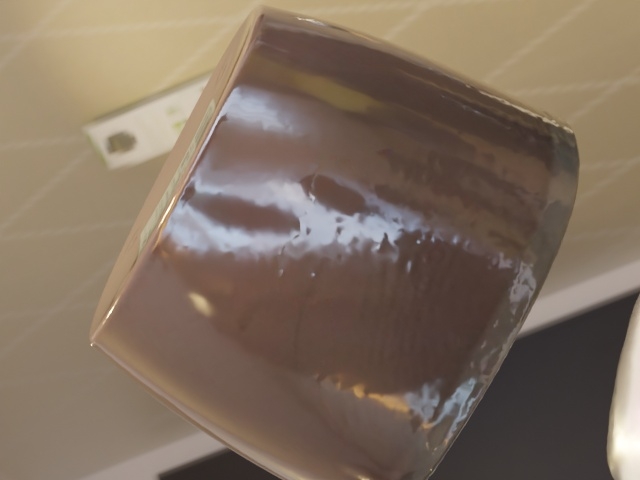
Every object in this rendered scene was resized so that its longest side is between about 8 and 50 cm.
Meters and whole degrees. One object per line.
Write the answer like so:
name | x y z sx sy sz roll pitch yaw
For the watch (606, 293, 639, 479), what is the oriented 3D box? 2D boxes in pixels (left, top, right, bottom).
watch | 0.208 0.096 0.386 0.231 0.196 0.244 -21 73 59

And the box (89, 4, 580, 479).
box | 0.000 0.000 0.941 0.216 0.301 0.301 29 -165 -10
